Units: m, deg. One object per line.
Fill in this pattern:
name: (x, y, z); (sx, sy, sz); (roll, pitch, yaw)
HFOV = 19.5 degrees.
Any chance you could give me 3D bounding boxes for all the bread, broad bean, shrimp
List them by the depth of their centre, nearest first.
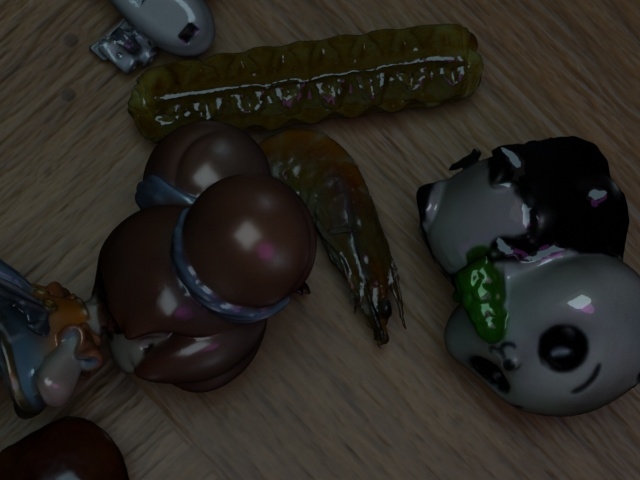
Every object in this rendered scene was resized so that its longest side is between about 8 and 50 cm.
broad bean: (-0.273, 0.276, 1.792); (0.156, 0.122, 0.228); (37, 77, 3)
shrimp: (0.000, 0.000, 1.887); (0.150, 0.068, 0.249); (-35, 74, 1)
bread: (-0.015, -0.160, 1.907); (0.367, 0.077, 0.084); (-9, 109, -2)

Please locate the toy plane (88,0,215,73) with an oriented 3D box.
toy plane: (-0.178, -0.255, 1.922); (0.174, 0.080, 0.174); (0, 92, 10)

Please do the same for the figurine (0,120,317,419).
figurine: (-0.211, 0.046, 1.767); (0.388, 0.277, 0.248); (-10, 118, -14)

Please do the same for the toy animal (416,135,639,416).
toy animal: (0.209, 0.040, 1.815); (0.212, 0.212, 0.267); (-10, 73, -4)
